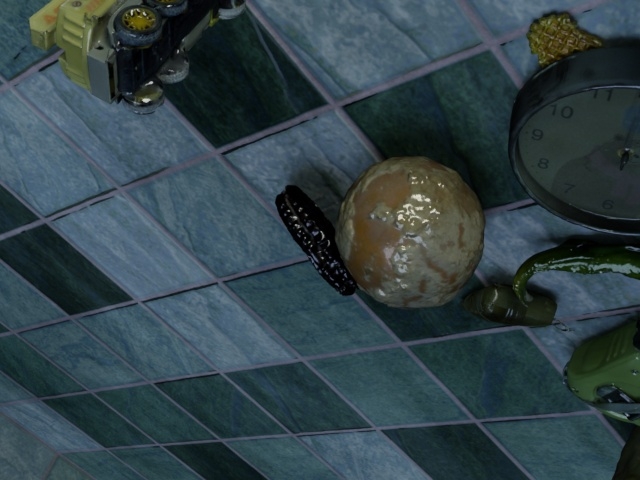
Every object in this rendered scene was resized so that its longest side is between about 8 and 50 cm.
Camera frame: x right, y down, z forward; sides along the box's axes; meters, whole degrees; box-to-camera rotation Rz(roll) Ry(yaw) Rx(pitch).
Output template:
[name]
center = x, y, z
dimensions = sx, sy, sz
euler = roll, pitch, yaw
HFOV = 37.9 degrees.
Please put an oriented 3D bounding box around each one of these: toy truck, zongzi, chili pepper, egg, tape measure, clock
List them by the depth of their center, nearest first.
[toy truck]
center = -0.195, -0.272, 1.036
dimensions = 0.157, 0.272, 0.124
euler = 26, 145, 10
[clock]
center = 0.358, -0.106, 1.095
dimensions = 0.280, 0.055, 0.281
euler = 15, 147, 10
[chili pepper]
center = 0.438, 0.041, 1.237
dimensions = 0.359, 0.076, 0.085
euler = -1, 111, 26
[egg]
center = 0.121, -0.008, 1.255
dimensions = 0.203, 0.203, 0.245
euler = 10, 153, 19
[tape measure]
center = 0.469, 0.212, 1.412
dimensions = 0.175, 0.106, 0.200
euler = 36, 145, -11
[zongzi]
center = 0.305, 0.107, 1.440
dimensions = 0.154, 0.062, 0.130
euler = 13, 167, -11

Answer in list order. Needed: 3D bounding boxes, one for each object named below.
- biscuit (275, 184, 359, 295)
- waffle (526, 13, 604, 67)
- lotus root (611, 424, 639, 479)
[biscuit]
center = 0.000, 0.000, 1.370
dimensions = 0.053, 0.194, 0.194
euler = -37, 122, 5
[waffle]
center = 0.272, -0.220, 1.045
dimensions = 0.085, 0.016, 0.078
euler = 43, 140, -23
[lotus root]
center = 0.536, 0.392, 1.375
dimensions = 0.111, 0.390, 0.375
euler = 24, 136, 0
